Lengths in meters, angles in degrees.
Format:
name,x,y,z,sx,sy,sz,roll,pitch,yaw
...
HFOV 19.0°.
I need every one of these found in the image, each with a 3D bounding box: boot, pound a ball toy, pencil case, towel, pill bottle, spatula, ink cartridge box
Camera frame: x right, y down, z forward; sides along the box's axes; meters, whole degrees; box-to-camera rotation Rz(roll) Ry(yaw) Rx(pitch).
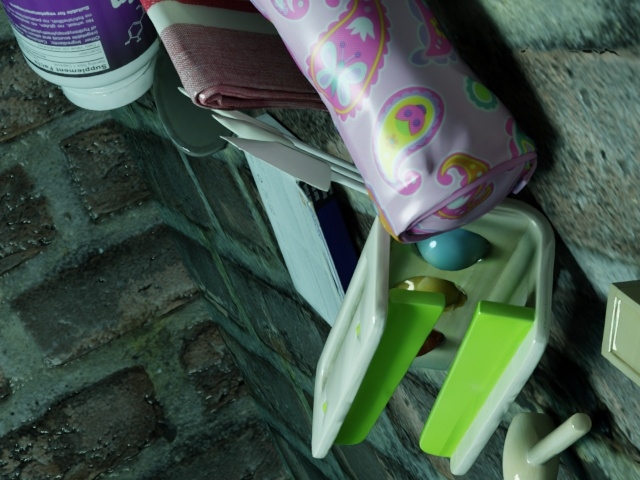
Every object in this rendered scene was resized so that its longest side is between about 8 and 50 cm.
name,x,y,z,sx,sy,sz,roll,pitch,yaw
boot,-0.120,-0.159,2.012,0.229,0.091,0.263,81,-179,-62
pound a ball toy,0.114,0.082,1.445,0.319,0.208,0.135,108,168,-62
pencil case,0.033,-0.138,1.277,0.284,0.124,0.124,60,169,12
towel,-0.101,-0.233,1.524,0.237,0.037,0.329,0,-126,-55
pill bottle,-0.281,-0.302,2.203,0.181,0.181,0.323,54,168,37
spatula,0.015,-0.050,1.464,0.242,0.019,0.168,23,-174,-25
ink cartridge box,0.000,0.000,1.984,0.224,0.045,0.223,47,160,58

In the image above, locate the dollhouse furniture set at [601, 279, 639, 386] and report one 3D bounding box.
name,x,y,z,sx,sy,sz,roll,pitch,yaw
dollhouse furniture set,0.230,0.015,0.900,0.182,0.101,0.161,-134,44,-58
